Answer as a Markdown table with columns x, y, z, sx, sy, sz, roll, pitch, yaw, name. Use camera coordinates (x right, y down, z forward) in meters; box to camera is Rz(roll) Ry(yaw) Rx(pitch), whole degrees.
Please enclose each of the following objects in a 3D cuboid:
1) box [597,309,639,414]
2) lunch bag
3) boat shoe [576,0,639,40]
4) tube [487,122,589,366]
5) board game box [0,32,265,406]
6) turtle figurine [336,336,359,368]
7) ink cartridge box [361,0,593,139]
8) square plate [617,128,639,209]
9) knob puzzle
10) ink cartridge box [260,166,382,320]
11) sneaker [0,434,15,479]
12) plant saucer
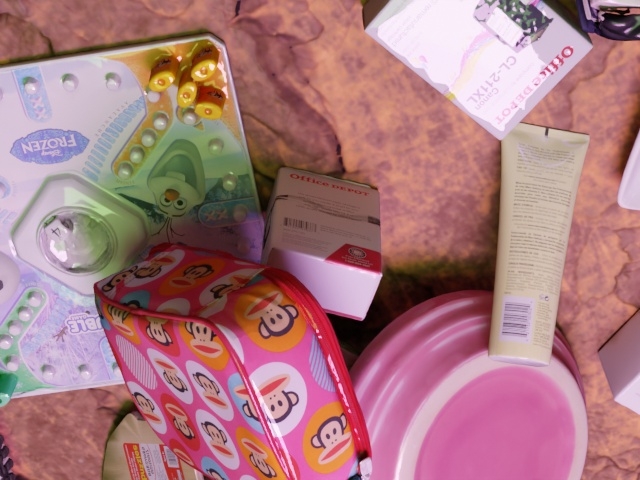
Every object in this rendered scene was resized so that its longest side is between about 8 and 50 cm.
| x | y | z | sx | sy | sz | roll | pitch | yaw | name |
| --- | --- | --- | --- | --- | --- | --- | --- | --- | --- |
| 0.408 | 0.119 | 1.251 | 0.130 | 0.091 | 0.170 | 32 | 115 | -17 | box |
| -0.084 | 0.143 | 1.098 | 0.120 | 0.293 | 0.258 | -32 | 114 | -28 | lunch bag |
| 0.263 | -0.332 | 0.989 | 0.127 | 0.158 | 0.341 | 4 | 92 | 3 | boat shoe |
| 0.211 | 0.003 | 1.151 | 0.062 | 0.240 | 0.070 | -1 | 168 | 43 | tube |
| -0.254 | 0.003 | 1.213 | 0.389 | 0.050 | 0.390 | -8 | 119 | 5 | board game box |
| -0.009 | 0.247 | 1.305 | 0.266 | 0.198 | 0.274 | -55 | 141 | 3 | turtle figurine |
| 0.145 | -0.199 | 1.081 | 0.175 | 0.072 | 0.127 | 36 | 114 | -18 | ink cartridge box |
| 0.484 | -0.166 | 1.095 | 0.344 | 0.049 | 0.347 | 5 | 126 | -4 | square plate |
| -0.186 | 0.286 | 1.340 | 0.213 | 0.030 | 0.213 | 16 | 114 | 40 | knob puzzle |
| 0.000 | 0.000 | 1.153 | 0.109 | 0.150 | 0.063 | 13 | 123 | -7 | ink cartridge box |
| -0.419 | 0.352 | 1.390 | 0.147 | 0.130 | 0.330 | -4 | 118 | 19 | sneaker |
| 0.161 | 0.220 | 1.222 | 0.332 | 0.084 | 0.332 | -7 | 104 | -29 | plant saucer |
